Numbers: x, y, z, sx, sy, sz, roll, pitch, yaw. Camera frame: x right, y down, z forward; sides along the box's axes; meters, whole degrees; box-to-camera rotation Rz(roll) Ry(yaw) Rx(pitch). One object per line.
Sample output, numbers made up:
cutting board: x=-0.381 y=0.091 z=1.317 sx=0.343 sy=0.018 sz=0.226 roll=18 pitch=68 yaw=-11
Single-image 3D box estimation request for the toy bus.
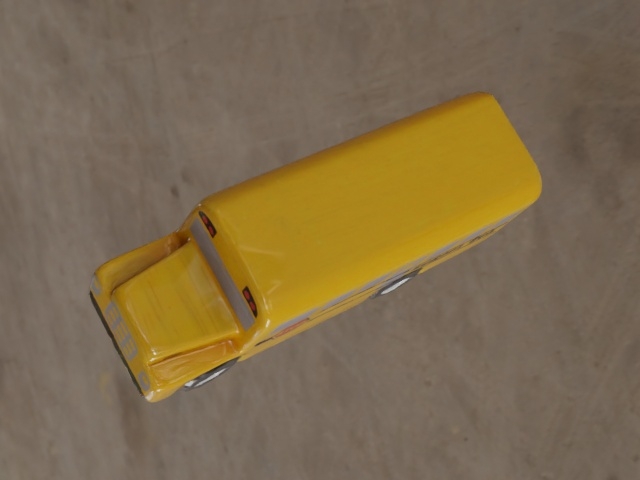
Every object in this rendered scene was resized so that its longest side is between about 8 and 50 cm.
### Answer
toy bus: x=0.000 y=0.000 z=0.850 sx=0.108 sy=0.332 sz=0.130 roll=61 pitch=151 yaw=9
